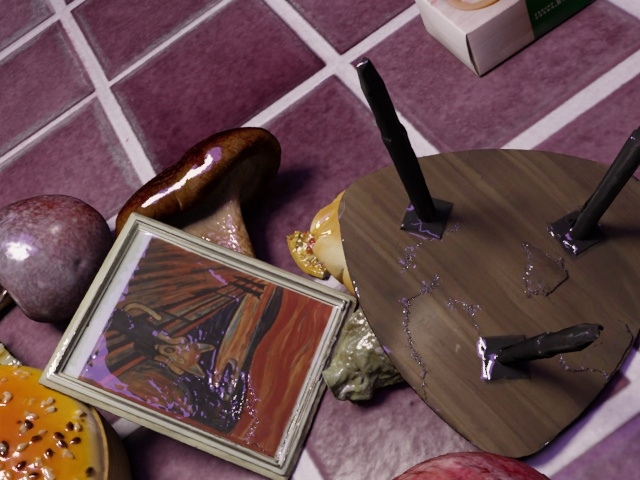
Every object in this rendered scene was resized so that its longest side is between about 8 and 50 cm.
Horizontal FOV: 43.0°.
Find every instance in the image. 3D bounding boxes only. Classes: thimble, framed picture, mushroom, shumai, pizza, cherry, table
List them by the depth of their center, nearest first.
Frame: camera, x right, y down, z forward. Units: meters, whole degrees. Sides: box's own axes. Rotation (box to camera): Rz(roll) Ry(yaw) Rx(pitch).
[{"bbox_3d":[0.180,-0.031,0.672,0.317,0.249,0.318,-1,65,3],"label":"table"},{"bbox_3d":[0.038,0.120,0.797,0.080,0.083,0.082,-38,6,-29],"label":"shumai"},{"bbox_3d":[-0.120,0.101,0.846,0.273,0.016,0.217,20,64,3],"label":"framed picture"},{"bbox_3d":[-0.202,0.084,0.925,0.135,0.118,0.090,22,71,18],"label":"thimble"},{"bbox_3d":[-0.001,0.000,0.943,0.078,0.025,0.083,-42,47,-4],"label":"pizza"},{"bbox_3d":[-0.104,-0.003,0.953,0.227,0.148,0.218,-41,66,7],"label":"mushroom"},{"bbox_3d":[-0.346,0.018,1.032,0.176,0.140,0.176,-1,56,1],"label":"cherry"}]

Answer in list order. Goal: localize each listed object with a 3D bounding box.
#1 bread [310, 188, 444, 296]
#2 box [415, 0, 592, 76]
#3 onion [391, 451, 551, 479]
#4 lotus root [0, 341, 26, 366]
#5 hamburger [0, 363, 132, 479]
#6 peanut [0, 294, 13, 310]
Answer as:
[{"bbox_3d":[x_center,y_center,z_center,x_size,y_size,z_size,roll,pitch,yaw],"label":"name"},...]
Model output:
[{"bbox_3d":[0.068,0.010,0.860,0.119,0.084,0.177,-41,48,-9],"label":"bread"},{"bbox_3d":[0.235,-0.314,1.021,0.199,0.081,0.135,-36,47,2],"label":"box"},{"bbox_3d":[0.121,0.251,0.580,0.227,0.120,0.283,-43,32,-22],"label":"onion"},{"bbox_3d":[-0.423,0.184,0.998,0.144,0.070,0.143,-40,52,-12],"label":"lotus root"},{"bbox_3d":[-0.340,0.267,0.821,0.300,0.176,0.300,-13,50,17],"label":"hamburger"},{"bbox_3d":[-0.467,0.078,1.092,0.080,0.080,0.174,24,68,38],"label":"peanut"}]
